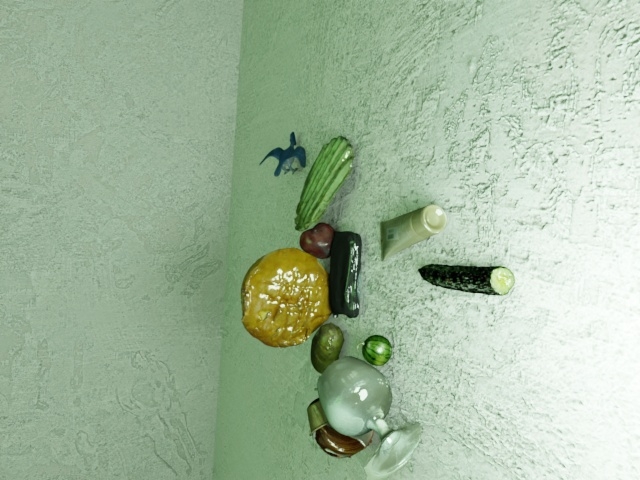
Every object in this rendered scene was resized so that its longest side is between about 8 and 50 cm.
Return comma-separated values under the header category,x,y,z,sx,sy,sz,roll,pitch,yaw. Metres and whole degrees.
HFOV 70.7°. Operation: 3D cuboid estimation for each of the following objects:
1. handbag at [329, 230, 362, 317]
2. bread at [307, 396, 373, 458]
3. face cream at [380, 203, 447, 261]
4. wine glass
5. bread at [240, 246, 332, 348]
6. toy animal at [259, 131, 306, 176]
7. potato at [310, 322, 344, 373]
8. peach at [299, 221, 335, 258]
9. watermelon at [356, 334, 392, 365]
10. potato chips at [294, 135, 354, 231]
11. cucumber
category,x,y,z,sx,sy,sz,roll,pitch,yaw
handbag,0.092,0.132,1.683,0.191,0.074,0.333,0,89,64
bread,0.074,0.617,1.523,0.212,0.224,0.142,58,146,27
face cream,0.256,-0.028,1.373,0.341,0.084,0.138,148,123,-69
wine glass,0.134,0.518,1.372,0.323,0.237,0.238,40,123,50
bread,-0.145,0.221,1.798,0.215,0.397,0.399,-160,74,-73
toy animal,-0.170,-0.407,2.177,0.255,0.238,0.177,-57,-40,-50
potato,0.017,0.428,1.768,0.149,0.113,0.251,-112,35,-43
peach,0.000,0.000,1.819,0.152,0.151,0.152,-10,79,63
watermelon,0.178,0.351,1.455,0.109,0.108,0.109,-10,79,63
potato chips,0.005,-0.234,1.843,0.430,0.070,0.359,-59,23,23
cucumber,0.355,0.094,1.157,0.300,0.072,0.072,0,88,64
